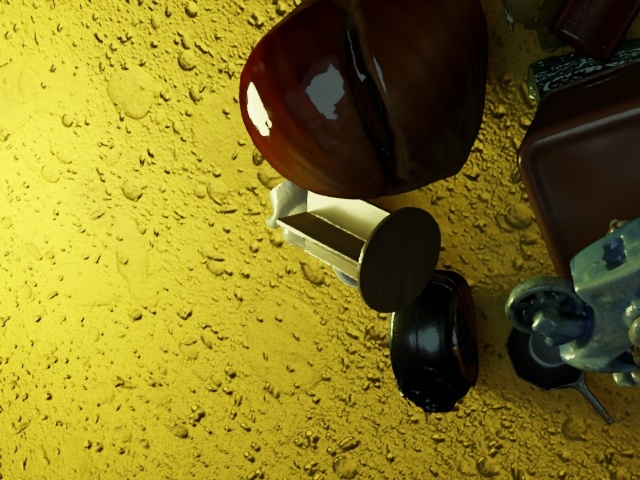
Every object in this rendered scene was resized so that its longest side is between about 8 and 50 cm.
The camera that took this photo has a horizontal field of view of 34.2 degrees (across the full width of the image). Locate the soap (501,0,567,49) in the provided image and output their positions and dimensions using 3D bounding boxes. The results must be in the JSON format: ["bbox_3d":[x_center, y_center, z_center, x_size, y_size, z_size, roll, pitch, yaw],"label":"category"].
[{"bbox_3d":[0.388,-0.471,1.470,0.304,0.169,0.339,-15,93,38],"label":"soap"}]

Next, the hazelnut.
[{"bbox_3d":[0.079,-0.243,1.531,0.359,0.409,0.359,18,143,14],"label":"hazelnut"}]

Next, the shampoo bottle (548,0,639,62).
[{"bbox_3d":[0.433,-0.390,1.480,0.102,0.064,0.260,30,94,-3],"label":"shampoo bottle"}]

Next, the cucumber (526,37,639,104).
[{"bbox_3d":[0.428,-0.258,1.544,0.265,0.077,0.077,-12,94,25],"label":"cucumber"}]

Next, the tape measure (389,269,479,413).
[{"bbox_3d":[0.181,0.155,1.667,0.135,0.202,0.223,-3,103,22],"label":"tape measure"}]

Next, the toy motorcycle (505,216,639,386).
[{"bbox_3d":[0.411,0.087,1.281,0.319,0.182,0.241,-29,98,28],"label":"toy motorcycle"}]

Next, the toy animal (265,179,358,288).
[{"bbox_3d":[0.000,-0.002,1.780,0.130,0.103,0.221,-33,84,26],"label":"toy animal"}]

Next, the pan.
[{"bbox_3d":[0.380,0.205,1.663,0.128,0.048,0.202,-20,89,29],"label":"pan"}]

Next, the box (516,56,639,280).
[{"bbox_3d":[0.436,-0.056,1.450,0.239,0.229,0.340,-17,104,28],"label":"box"}]

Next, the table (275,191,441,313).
[{"bbox_3d":[0.049,-0.007,1.611,0.226,0.167,0.167,28,112,44],"label":"table"}]
